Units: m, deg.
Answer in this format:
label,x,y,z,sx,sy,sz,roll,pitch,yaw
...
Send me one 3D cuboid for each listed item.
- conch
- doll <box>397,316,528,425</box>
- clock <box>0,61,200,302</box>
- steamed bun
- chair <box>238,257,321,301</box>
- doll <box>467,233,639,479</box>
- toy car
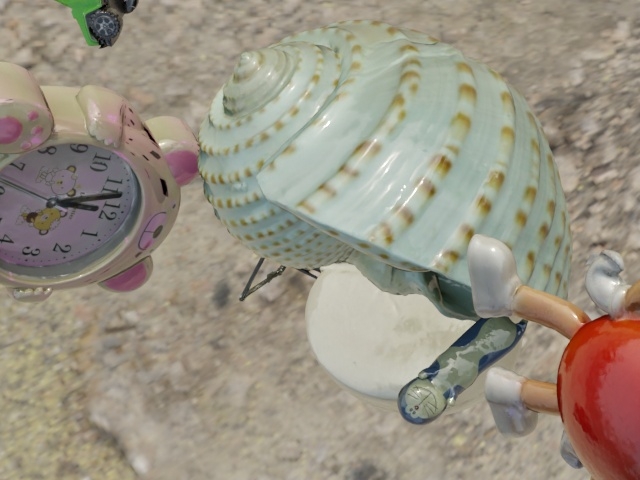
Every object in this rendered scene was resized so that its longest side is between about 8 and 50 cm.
label,x,y,z,sx,sy,sz,roll,pitch,yaw
conch,0.071,-0.057,1.125,0.303,0.319,0.215,22,93,59
doll,0.110,0.096,1.089,0.125,0.027,0.037,-42,83,-6
clock,-0.304,-0.053,1.615,0.284,0.309,0.114,-62,39,25
steamed bun,0.106,0.116,1.618,0.242,0.146,0.164,-1,73,18
chair,0.000,0.000,1.964,0.140,0.145,0.221,25,117,14
doll,0.181,0.089,0.839,0.217,0.085,0.183,26,134,48
toy car,-0.193,-0.237,1.122,0.062,0.071,0.165,-2,121,11
